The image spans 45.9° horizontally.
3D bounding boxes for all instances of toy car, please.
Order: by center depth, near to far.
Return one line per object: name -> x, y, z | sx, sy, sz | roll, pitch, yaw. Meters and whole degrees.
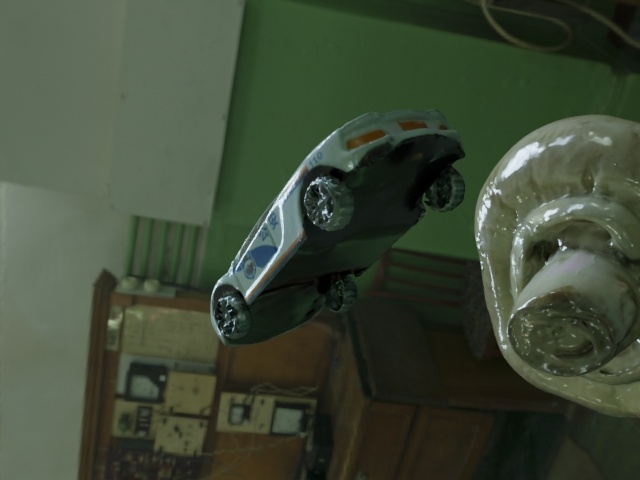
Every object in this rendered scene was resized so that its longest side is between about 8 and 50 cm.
toy car -> 0.000, 0.000, 0.430 | 0.205, 0.095, 0.056 | -48, 63, 45

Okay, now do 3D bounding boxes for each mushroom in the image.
mushroom -> 0.223, 0.036, 0.609 | 0.260, 0.234, 0.253 | 41, 133, 27
